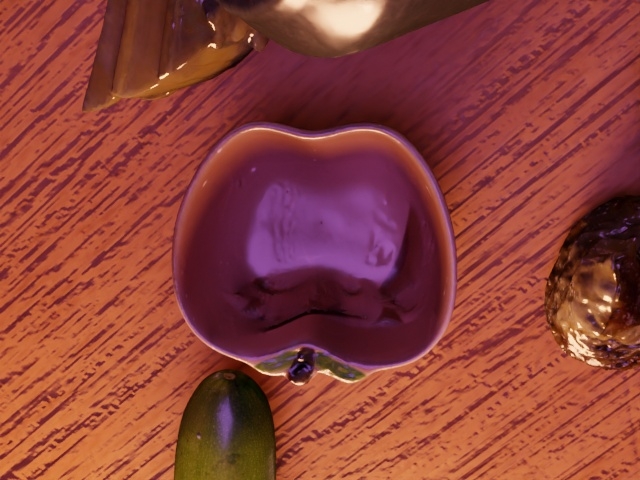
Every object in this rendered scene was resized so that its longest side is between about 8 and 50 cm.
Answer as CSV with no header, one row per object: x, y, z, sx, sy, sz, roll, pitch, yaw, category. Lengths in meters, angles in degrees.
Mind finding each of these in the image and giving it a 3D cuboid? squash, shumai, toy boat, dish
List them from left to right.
-0.088,-0.291,0.869,0.162,0.136,0.446,23,114,28,toy boat
-0.079,0.232,1.088,0.082,0.082,0.293,7,112,7,squash
0.000,0.000,0.986,0.213,0.090,0.213,2,108,8,dish
0.225,0.043,0.970,0.123,0.105,0.139,33,136,-7,shumai

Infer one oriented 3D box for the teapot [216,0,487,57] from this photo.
0.095,-0.228,0.757,0.343,0.300,0.253,-8,75,-26,teapot
